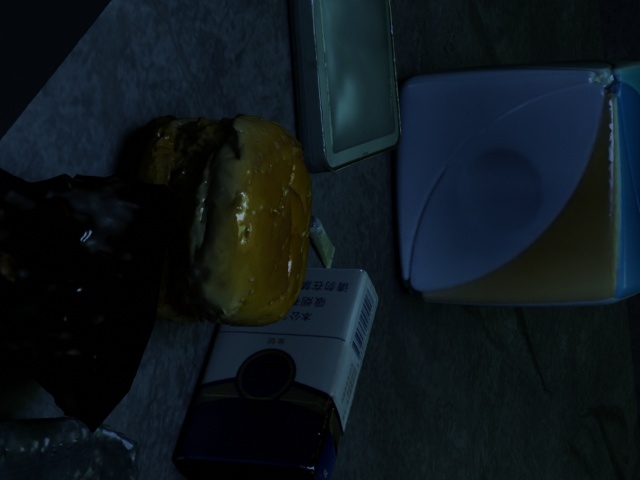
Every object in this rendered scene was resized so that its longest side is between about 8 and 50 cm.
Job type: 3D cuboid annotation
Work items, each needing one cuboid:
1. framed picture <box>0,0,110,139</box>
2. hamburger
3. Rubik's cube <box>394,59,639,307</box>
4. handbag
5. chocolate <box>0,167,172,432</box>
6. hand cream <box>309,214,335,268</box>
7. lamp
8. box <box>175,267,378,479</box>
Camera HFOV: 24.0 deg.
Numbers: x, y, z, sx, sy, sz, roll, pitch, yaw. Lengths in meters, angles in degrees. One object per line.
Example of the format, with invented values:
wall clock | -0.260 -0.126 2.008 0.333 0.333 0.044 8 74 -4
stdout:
framed picture | -0.279 -0.255 1.321 0.339 0.014 0.255 -63 146 -44
hamburger | -0.097 -0.020 1.548 0.244 0.163 0.244 -1 90 -67
Rubik's cube | 0.322 -0.091 2.255 0.351 0.347 0.352 -23 112 -64
handbag | -0.241 0.280 1.346 0.175 0.088 0.270 -11 101 -58
chocolate | -0.249 0.030 1.290 0.177 0.206 0.224 19 54 -19
hand cream | 0.000 0.000 1.942 0.102 0.022 0.035 62 36 -56
lamp | 0.036 -0.236 1.981 0.269 0.047 0.267 -25 114 -64
box | -0.045 0.151 1.666 0.071 0.168 0.259 64 34 -48
